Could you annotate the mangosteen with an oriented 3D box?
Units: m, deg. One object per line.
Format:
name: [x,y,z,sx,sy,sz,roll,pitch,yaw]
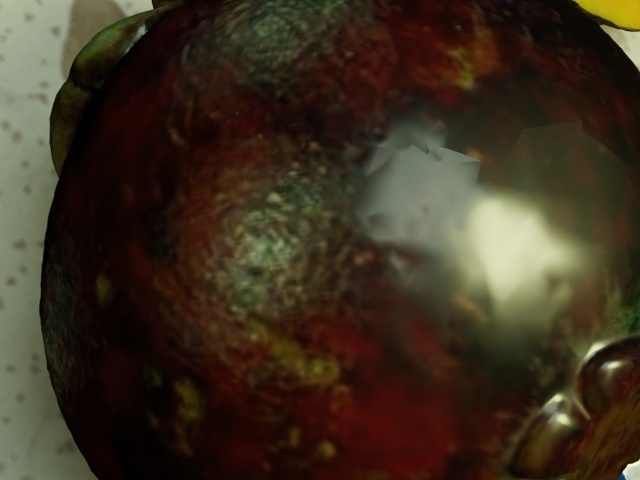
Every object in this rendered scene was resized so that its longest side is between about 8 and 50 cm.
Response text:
mangosteen: [0.014,0.004,0.511,0.311,0.311,0.311,9,66,-22]

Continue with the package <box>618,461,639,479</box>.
package: [0.236,0.127,0.707,0.173,0.027,0.171,-39,89,-36]

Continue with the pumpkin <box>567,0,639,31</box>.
pumpkin: [0.147,-0.194,0.764,0.278,0.111,0.163,-28,97,-32]
